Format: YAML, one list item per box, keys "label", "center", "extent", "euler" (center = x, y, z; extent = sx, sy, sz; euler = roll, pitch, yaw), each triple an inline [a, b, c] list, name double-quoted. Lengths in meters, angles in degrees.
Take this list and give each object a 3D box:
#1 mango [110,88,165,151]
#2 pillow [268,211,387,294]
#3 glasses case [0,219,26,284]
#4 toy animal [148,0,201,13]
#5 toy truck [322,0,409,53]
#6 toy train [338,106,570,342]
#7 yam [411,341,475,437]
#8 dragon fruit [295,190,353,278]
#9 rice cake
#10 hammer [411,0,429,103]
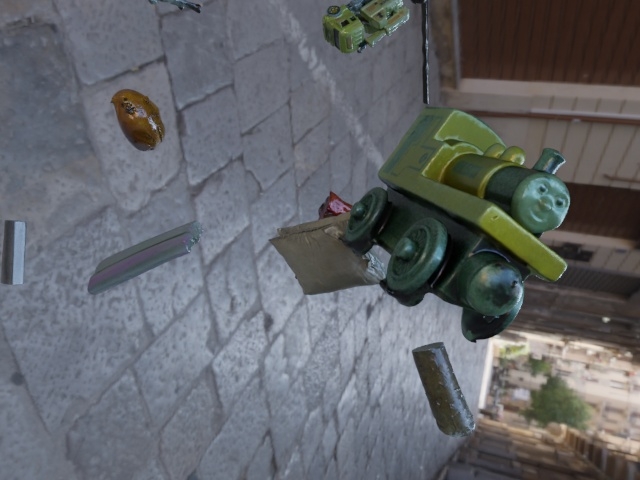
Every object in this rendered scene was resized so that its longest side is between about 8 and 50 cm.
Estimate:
- label: "mango"
  center: [-0.271, -0.179, 0.869]
  extent: [0.077, 0.063, 0.127]
  euler: [62, -9, 21]
- label: "pillow"
  center: [0.011, 0.025, 0.938]
  extent: [0.134, 0.181, 0.078]
  euler: [61, 41, -22]
- label: "glasses case"
  center: [-0.989, 0.038, 1.842]
  extent: [0.047, 0.070, 0.205]
  euler: [0, 94, -59]
- label: "toy animal"
  center: [-0.349, -0.579, 1.311]
  extent: [0.090, 0.169, 0.255]
  euler: [-65, -159, 16]
- label: "toy truck"
  center: [0.095, -0.438, 1.142]
  extent: [0.169, 0.100, 0.077]
  euler: [-32, 152, -11]
- label: "toy train"
  center: [0.160, -0.036, 0.674]
  extent: [0.237, 0.150, 0.369]
  euler: [-54, -163, 6]
- label: "yam"
  center: [0.169, 0.205, 0.796]
  extent: [0.132, 0.054, 0.054]
  euler: [69, 23, -3]
- label: "dragon fruit"
  center: [-0.007, -0.006, 1.192]
  extent: [0.192, 0.122, 0.092]
  euler: [-60, 145, -6]
- label: "rice cake"
  center: [-0.311, 0.030, 1.014]
  extent: [0.042, 0.221, 0.080]
  euler: [61, 16, -25]
- label: "hammer"
  center: [0.170, -0.313, 0.933]
  extent: [0.058, 0.029, 0.292]
  euler: [-63, 160, -17]
